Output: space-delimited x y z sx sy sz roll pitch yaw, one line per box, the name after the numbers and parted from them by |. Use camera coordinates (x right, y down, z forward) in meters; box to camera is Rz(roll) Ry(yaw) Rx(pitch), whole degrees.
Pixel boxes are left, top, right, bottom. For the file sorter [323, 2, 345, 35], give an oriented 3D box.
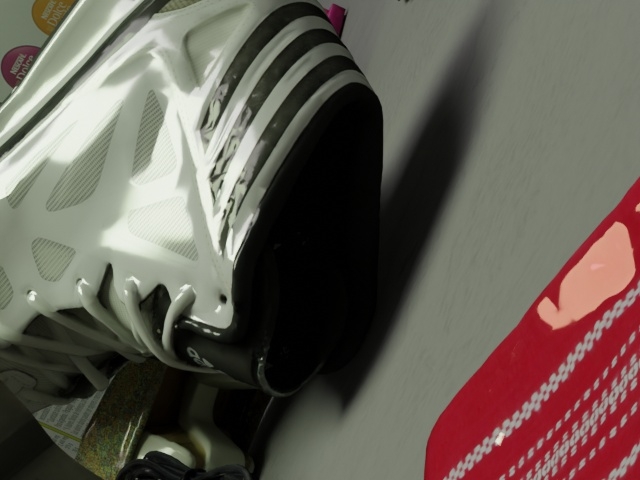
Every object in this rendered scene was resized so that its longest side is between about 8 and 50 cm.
-0.122 -0.161 1.745 0.291 0.182 0.202 -60 10 31 | file sorter

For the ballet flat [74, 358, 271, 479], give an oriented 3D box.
-0.074 0.101 0.969 0.123 0.123 0.348 -159 93 -82 | ballet flat

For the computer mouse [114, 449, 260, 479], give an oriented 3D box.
-0.087 0.246 0.801 0.184 0.060 0.262 -14 53 54 | computer mouse

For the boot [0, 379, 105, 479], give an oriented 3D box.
-0.135 0.190 0.771 0.112 0.305 0.115 -32 -40 -18 | boot

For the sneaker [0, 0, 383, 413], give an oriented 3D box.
-0.136 0.038 0.857 0.447 0.169 0.257 -50 47 16 | sneaker

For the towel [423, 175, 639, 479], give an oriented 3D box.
0.059 0.103 0.361 0.275 0.031 0.199 -74 12 -49 | towel

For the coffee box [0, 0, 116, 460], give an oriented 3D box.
-0.218 0.005 1.325 0.338 0.334 0.338 -53 14 55 | coffee box
